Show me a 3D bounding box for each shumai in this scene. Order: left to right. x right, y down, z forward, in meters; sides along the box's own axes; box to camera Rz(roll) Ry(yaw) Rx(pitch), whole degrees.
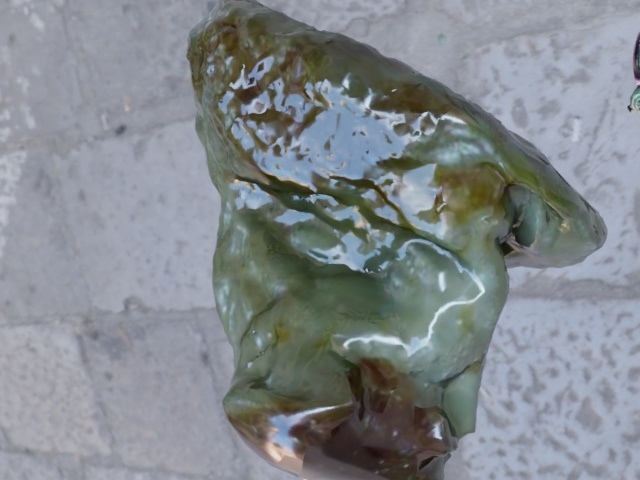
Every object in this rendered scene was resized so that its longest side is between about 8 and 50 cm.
[{"bbox_3d":[0.000,0.000,0.525,0.204,0.222,0.272,-57,26,9],"label":"shumai"}]

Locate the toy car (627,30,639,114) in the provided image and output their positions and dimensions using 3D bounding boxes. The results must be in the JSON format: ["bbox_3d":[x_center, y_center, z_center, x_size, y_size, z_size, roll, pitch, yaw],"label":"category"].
[{"bbox_3d":[0.256,-0.087,0.669,0.055,0.069,0.142,-6,133,42],"label":"toy car"}]
